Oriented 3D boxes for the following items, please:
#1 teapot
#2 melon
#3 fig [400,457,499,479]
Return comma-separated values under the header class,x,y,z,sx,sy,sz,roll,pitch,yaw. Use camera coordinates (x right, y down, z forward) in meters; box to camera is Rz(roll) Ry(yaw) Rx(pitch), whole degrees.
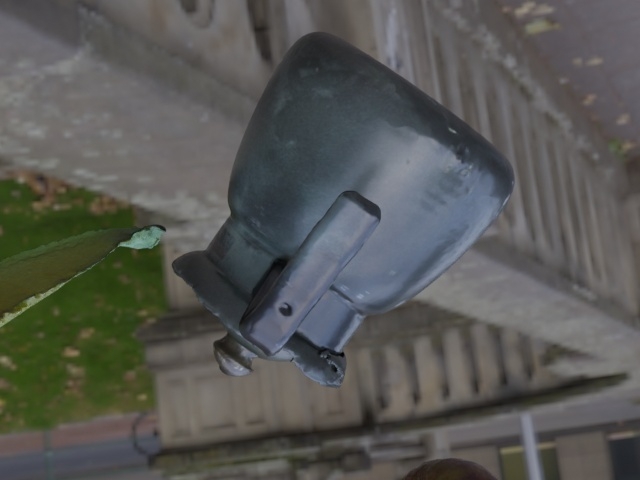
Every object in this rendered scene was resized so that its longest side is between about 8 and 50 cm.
class,x,y,z,sx,sy,sz,roll,pitch,yaw
teapot,0.015,0.009,1.093,0.223,0.285,0.305,33,-175,-31
melon,-0.255,0.036,1.200,0.262,0.053,0.114,-29,-164,-28
fig,0.137,0.314,1.297,0.149,0.202,0.148,-39,-175,-40
